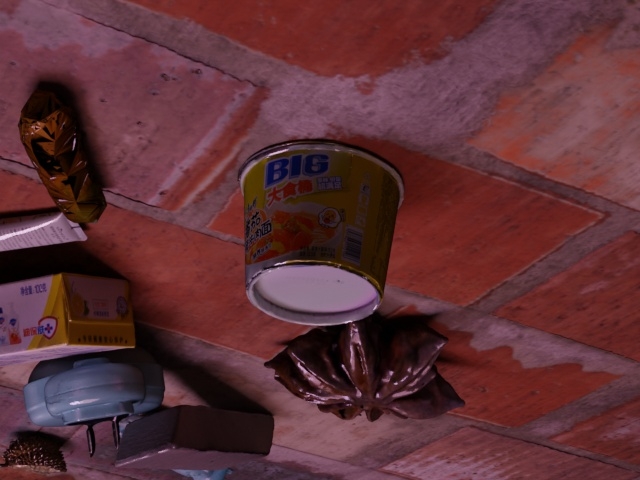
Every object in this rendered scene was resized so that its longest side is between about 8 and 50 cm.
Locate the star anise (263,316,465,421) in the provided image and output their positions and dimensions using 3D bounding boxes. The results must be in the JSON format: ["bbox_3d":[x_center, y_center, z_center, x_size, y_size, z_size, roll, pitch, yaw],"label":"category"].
[{"bbox_3d":[0.081,0.192,1.832,0.315,0.108,0.315,2,147,1],"label":"star anise"}]

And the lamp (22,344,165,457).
[{"bbox_3d":[-0.334,0.220,1.847,0.209,0.147,0.284,-10,-173,-10],"label":"lamp"}]

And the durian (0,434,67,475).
[{"bbox_3d":[-0.529,0.391,2.280,0.110,0.071,0.140,-19,157,42],"label":"durian"}]

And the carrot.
[{"bbox_3d":[-0.292,-0.089,1.420,0.069,0.069,0.228,1,152,4],"label":"carrot"}]

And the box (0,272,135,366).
[{"bbox_3d":[-0.408,0.115,1.702,0.265,0.097,0.168,-11,170,24],"label":"box"}]

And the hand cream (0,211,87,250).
[{"bbox_3d":[-0.401,-0.010,1.599,0.195,0.042,0.067,-7,141,8],"label":"hand cream"}]

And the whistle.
[{"bbox_3d":[-0.249,0.357,2.173,0.186,0.093,0.274,11,161,49],"label":"whistle"}]

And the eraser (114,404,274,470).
[{"bbox_3d":[-0.191,0.318,2.002,0.111,0.077,0.352,-19,162,22],"label":"eraser"}]

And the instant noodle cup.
[{"bbox_3d":[0.000,0.000,1.455,0.205,0.153,0.205,1,150,1],"label":"instant noodle cup"}]
